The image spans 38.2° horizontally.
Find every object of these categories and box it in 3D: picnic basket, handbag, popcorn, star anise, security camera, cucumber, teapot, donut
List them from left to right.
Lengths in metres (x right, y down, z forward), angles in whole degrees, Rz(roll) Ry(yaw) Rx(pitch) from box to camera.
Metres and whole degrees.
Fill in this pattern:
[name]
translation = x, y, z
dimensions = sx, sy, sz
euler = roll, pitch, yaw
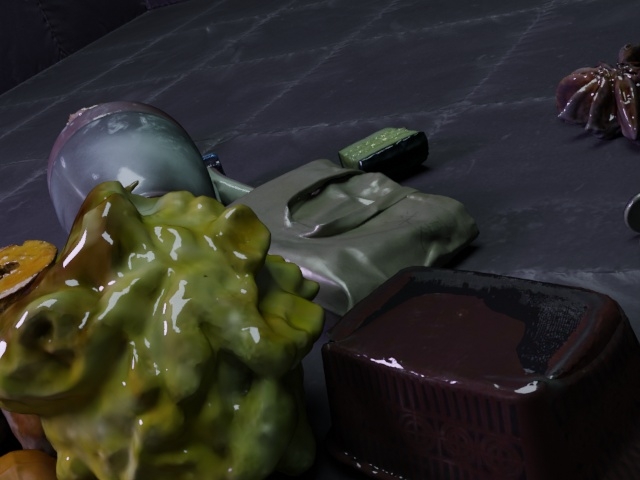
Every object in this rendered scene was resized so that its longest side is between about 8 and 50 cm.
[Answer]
[donut]
translation = -0.485, 0.071, 1.446
dimensions = 0.178, 0.065, 0.162
euler = -21, 29, -3
[teapot]
translation = -0.217, -0.043, 1.328
dimensions = 0.314, 0.233, 0.312
euler = -1, 26, -22
[popcorn]
translation = -0.134, 0.100, 0.860
dimensions = 0.312, 0.312, 0.312
euler = -17, 25, 8
[handbag]
translation = 0.005, -0.001, 1.138
dimensions = 0.315, 0.109, 0.253
euler = 21, 43, 40
[cucumber]
translation = 0.094, -0.124, 1.393
dimensions = 0.115, 0.062, 0.116
euler = -24, 17, -10
[picnic basket]
translation = 0.139, 0.114, 0.783
dimensions = 0.296, 0.129, 0.222
euler = 9, 36, 46
[star anise]
translation = 0.422, -0.205, 1.278
dimensions = 0.236, 0.093, 0.229
euler = -1, 36, 44
[security camera]
translation = 0.358, -0.009, 0.968
dimensions = 0.058, 0.058, 0.092
euler = -18, 33, 5

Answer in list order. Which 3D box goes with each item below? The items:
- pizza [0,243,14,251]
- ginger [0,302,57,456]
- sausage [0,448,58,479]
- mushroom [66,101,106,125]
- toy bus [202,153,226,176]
[pizza]
translation = -0.581, 0.038, 1.629
dimensions = 0.083, 0.025, 0.078
euler = -18, 19, 24
[ginger]
translation = -0.361, 0.164, 1.043
dimensions = 0.375, 0.176, 0.256
euler = -20, 42, -1
[sausage]
translation = -0.218, 0.278, 0.747
dimensions = 0.112, 0.112, 0.328
euler = -28, 25, -16
[mushroom]
translation = -0.401, -0.174, 1.745
dimensions = 0.226, 0.178, 0.226
euler = -9, 22, 4
[toy bus]
translation = -0.175, -0.103, 1.532
dimensions = 0.038, 0.083, 0.046
euler = -21, 22, 1
